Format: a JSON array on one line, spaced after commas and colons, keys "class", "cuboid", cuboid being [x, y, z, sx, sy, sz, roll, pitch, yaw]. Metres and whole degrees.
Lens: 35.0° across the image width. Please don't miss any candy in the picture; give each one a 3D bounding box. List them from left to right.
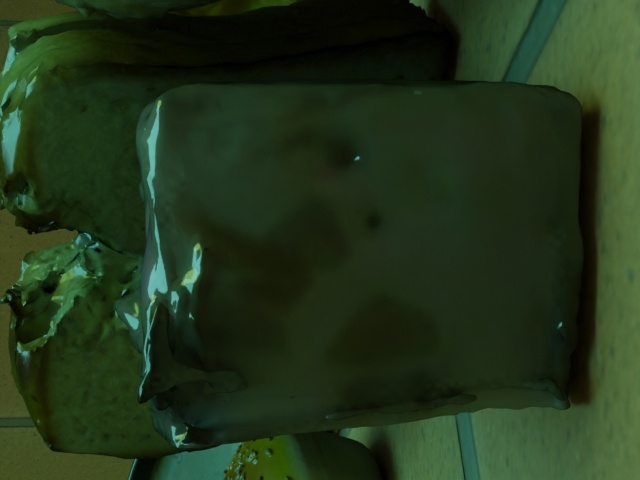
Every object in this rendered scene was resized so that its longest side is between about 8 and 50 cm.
[{"class": "candy", "cuboid": [0.000, 0.000, 0.434, 0.195, 0.184, 0.137, -151, 57, -79]}]

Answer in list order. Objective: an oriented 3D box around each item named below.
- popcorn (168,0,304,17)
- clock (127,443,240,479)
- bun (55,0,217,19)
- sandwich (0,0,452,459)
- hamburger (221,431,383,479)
[{"class": "popcorn", "cuboid": [-0.092, -0.112, 0.865, 0.257, 0.270, 0.224, 36, 147, 20]}, {"class": "clock", "cuboid": [-0.089, 0.265, 0.907, 0.280, 0.055, 0.281, -17, 66, 46]}, {"class": "bun", "cuboid": [-0.022, -0.270, 0.487, 0.364, 0.202, 0.365, -40, 43, 52]}, {"class": "sandwich", "cuboid": [-0.063, 0.000, 0.599, 0.095, 0.248, 0.273, -125, 34, -52]}, {"class": "hamburger", "cuboid": [-0.015, 0.233, 0.704, 0.173, 0.116, 0.210, 113, 156, -60]}]
